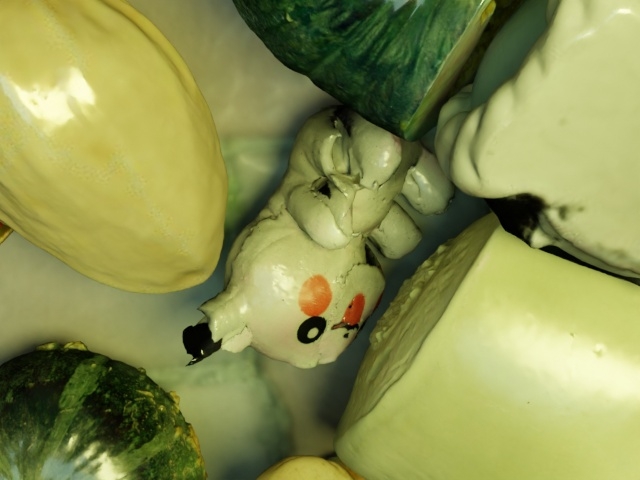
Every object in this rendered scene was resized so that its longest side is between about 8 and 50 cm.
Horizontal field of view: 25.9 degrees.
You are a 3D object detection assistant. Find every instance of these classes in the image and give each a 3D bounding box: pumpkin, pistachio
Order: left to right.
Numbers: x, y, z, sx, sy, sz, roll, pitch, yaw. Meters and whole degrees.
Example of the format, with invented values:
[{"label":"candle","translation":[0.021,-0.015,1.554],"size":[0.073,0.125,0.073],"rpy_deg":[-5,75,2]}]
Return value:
[{"label":"pumpkin","translation":[-0.168,0.166,0.927],"size":[0.190,0.146,0.190],"rpy_deg":[3,108,8]},{"label":"pistachio","translation":[-0.143,-0.062,0.839],"size":[0.157,0.157,0.229],"rpy_deg":[-30,120,15]},{"label":"pumpkin","translation":[0.046,-0.215,0.722],"size":[0.197,0.263,0.293],"rpy_deg":[32,114,5]}]

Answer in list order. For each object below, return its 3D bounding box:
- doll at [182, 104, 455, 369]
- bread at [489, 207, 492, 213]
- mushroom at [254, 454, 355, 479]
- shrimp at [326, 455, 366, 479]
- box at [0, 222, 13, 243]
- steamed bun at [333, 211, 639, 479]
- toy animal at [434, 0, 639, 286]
[{"label":"doll","translation":[0.000,0.000,0.870],"size":[0.095,0.149,0.192],"rpy_deg":[33,100,24]},{"label":"bread","translation":[0.233,-0.012,0.827],"size":[0.301,0.045,0.301],"rpy_deg":[13,125,19]},{"label":"mushroom","translation":[-0.053,0.270,0.935],"size":[0.123,0.095,0.351],"rpy_deg":[45,136,19]},{"label":"shrimp","translation":[0.116,0.237,0.965],"size":[0.317,0.062,0.164],"rpy_deg":[17,109,5]},{"label":"box","translation":[-0.374,-0.061,0.907],"size":[0.313,0.089,0.197],"rpy_deg":[-13,107,11]},{"label":"steamed bun","translation":[0.119,0.102,0.828],"size":[0.200,0.155,0.250],"rpy_deg":[33,149,1]},{"label":"toy animal","translation":[0.172,-0.077,0.697],"size":[0.208,0.156,0.204],"rpy_deg":[18,124,-19]}]
